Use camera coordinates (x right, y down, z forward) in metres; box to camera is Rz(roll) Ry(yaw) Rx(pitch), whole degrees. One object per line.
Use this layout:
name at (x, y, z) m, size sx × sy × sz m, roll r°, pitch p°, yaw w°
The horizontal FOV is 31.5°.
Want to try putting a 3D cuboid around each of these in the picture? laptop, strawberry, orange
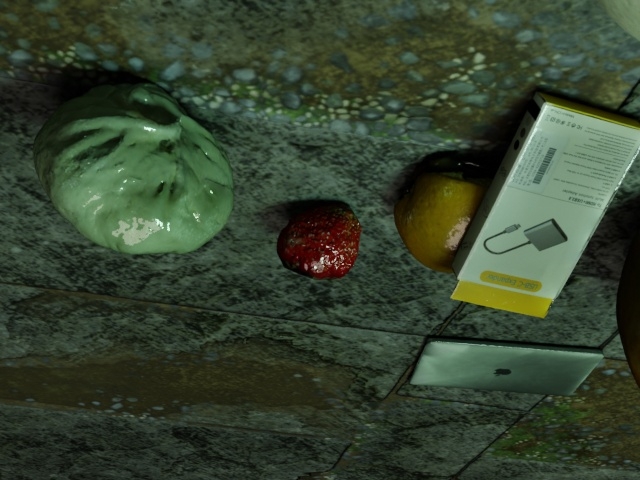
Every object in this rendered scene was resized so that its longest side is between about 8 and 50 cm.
laptop at (0.282, 0.198, 1.759) m, size 0.269 × 0.015 × 0.188 m, roll 5°, pitch 152°, yaw -4°
strawberry at (0.001, 0.000, 1.351) m, size 0.106 × 0.106 × 0.106 m, roll 2°, pitch 151°, yaw 1°
orange at (0.157, -0.019, 1.287) m, size 0.160 × 0.112 × 0.170 m, roll -13°, pitch 136°, yaw 28°

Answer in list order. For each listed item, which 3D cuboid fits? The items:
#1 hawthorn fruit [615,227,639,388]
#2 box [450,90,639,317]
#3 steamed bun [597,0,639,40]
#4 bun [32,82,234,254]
hawthorn fruit at (0.467, 0.104, 1.280) m, size 0.267 × 0.301 × 0.268 m, roll 4°, pitch 145°, yaw 3°
box at (0.234, -0.033, 1.204) m, size 0.129 × 0.033 × 0.247 m, roll 13°, pitch 120°, yaw -20°
steamed bun at (0.323, -0.226, 0.812) m, size 0.283 × 0.177 × 0.283 m, roll 2°, pitch 152°, yaw 1°
bun at (-0.180, -0.083, 1.153) m, size 0.212 × 0.204 × 0.126 m, roll -14°, pitch 147°, yaw -56°
